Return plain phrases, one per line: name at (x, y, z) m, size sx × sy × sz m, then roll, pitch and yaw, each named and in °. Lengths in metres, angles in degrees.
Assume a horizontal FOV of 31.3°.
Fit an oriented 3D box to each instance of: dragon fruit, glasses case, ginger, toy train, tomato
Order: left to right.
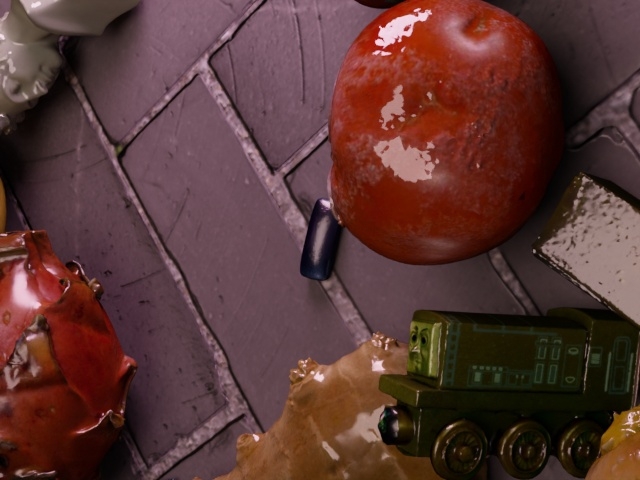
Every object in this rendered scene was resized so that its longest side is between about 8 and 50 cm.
dragon fruit at (-0.331, 0.151, 1.257) m, size 0.250 × 0.250 × 0.315 m, roll -23°, pitch 94°, yaw 32°
glasses case at (0.000, 0.000, 1.149) m, size 0.033 × 0.023 × 0.083 m, roll 18°, pitch 100°, yaw 34°
ginger at (0.018, 0.247, 1.105) m, size 0.236 × 0.166 × 0.375 m, roll 35°, pitch 137°, yaw -8°
tomato at (0.109, -0.086, 0.965) m, size 0.189 × 0.232 × 0.232 m, roll 13°, pitch 97°, yaw 16°
toy train at (0.154, 0.120, 0.932) m, size 0.090 × 0.225 × 0.137 m, roll -165°, pitch 81°, yaw -64°

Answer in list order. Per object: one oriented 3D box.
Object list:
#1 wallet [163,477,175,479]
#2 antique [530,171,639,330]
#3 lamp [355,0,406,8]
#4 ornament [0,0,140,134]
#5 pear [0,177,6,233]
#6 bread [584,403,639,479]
wallet at (-0.196, 0.328, 1.279) m, size 0.129 × 0.026 × 0.088 m, roll -35°, pitch 71°, yaw 29°
antique at (0.287, 0.037, 0.918) m, size 0.221 × 0.080 × 0.081 m, roll 38°, pitch 109°, yaw 29°
lamp at (0.067, -0.306, 0.989) m, size 0.227 × 0.227 × 0.227 m, roll 0°, pitch 90°, yaw 34°
ornament at (-0.329, -0.252, 1.320) m, size 0.285 × 0.120 × 0.130 m, roll -45°, pitch 47°, yaw 24°
pear at (-0.546, -0.017, 1.342) m, size 0.348 × 0.348 × 0.348 m, roll 0°, pitch 90°, yaw 34°
bread at (0.324, 0.202, 0.824) m, size 0.246 × 0.195 × 0.176 m, roll 13°, pitch 104°, yaw 32°
